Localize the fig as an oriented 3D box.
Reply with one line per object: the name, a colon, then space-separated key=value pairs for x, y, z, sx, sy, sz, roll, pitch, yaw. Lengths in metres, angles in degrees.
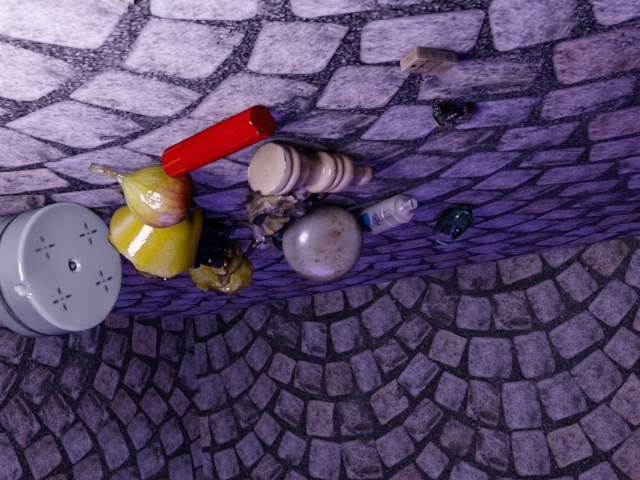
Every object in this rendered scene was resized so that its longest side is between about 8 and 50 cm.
fig: x=-0.397 y=-0.099 z=1.628 sx=0.231 sy=0.143 sz=0.160 roll=-3 pitch=-161 yaw=-22

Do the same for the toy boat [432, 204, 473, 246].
toy boat: x=0.442 y=-0.055 z=2.399 sx=0.093 sy=0.103 sz=0.246 roll=19 pitch=161 yaw=-3

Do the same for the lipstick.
lipstick: x=-0.211 y=-0.194 z=1.454 sx=0.280 sy=0.073 sz=0.073 roll=-16 pitch=165 yaw=39

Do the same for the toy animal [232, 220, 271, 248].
toy animal: x=-0.183 y=-0.028 z=2.209 sx=0.219 sy=0.095 sz=0.155 roll=-9 pitch=172 yaw=9

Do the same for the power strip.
power strip: x=-0.677 y=0.075 z=1.875 sx=0.161 sy=0.357 sz=0.357 roll=-12 pitch=167 yaw=29

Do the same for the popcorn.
popcorn: x=-0.338 y=0.082 z=2.526 sx=0.203 sy=0.226 sz=0.200 roll=-63 pitch=171 yaw=32

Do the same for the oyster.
oyster: x=-0.115 y=-0.093 z=1.949 sx=0.221 sy=0.096 sz=0.361 roll=11 pitch=158 yaw=-36

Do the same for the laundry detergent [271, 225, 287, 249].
laundry detergent: x=-0.098 y=-0.011 z=2.416 sx=0.137 sy=0.063 sz=0.211 roll=-14 pitch=164 yaw=20

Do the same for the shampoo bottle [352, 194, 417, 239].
shampoo bottle: x=0.186 y=-0.070 z=2.196 sx=0.092 sy=0.092 sz=0.303 roll=1 pitch=167 yaw=-33

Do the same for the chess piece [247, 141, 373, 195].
chess piece: x=0.000 y=-0.158 z=1.668 sx=0.307 sy=0.124 sz=0.138 roll=-2 pitch=135 yaw=-38

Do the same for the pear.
pear: x=-0.395 y=-0.049 z=1.844 sx=0.267 sy=0.267 sz=0.178 roll=6 pitch=132 yaw=-44

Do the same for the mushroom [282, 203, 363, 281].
mushroom: x=0.000 y=0.000 z=2.190 sx=0.244 sy=0.243 sz=0.243 roll=-6 pitch=168 yaw=-1

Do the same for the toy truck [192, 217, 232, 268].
toy truck: x=-0.380 y=-0.003 z=2.166 sx=0.165 sy=0.147 sz=0.224 roll=15 pitch=-178 yaw=28

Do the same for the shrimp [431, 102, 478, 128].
shrimp: x=0.272 y=-0.262 z=1.488 sx=0.091 sy=0.034 sz=0.161 roll=-23 pitch=169 yaw=20

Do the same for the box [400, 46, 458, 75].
box: x=0.185 y=-0.304 z=1.240 sx=0.083 sy=0.024 sz=0.053 roll=-2 pitch=168 yaw=-26
